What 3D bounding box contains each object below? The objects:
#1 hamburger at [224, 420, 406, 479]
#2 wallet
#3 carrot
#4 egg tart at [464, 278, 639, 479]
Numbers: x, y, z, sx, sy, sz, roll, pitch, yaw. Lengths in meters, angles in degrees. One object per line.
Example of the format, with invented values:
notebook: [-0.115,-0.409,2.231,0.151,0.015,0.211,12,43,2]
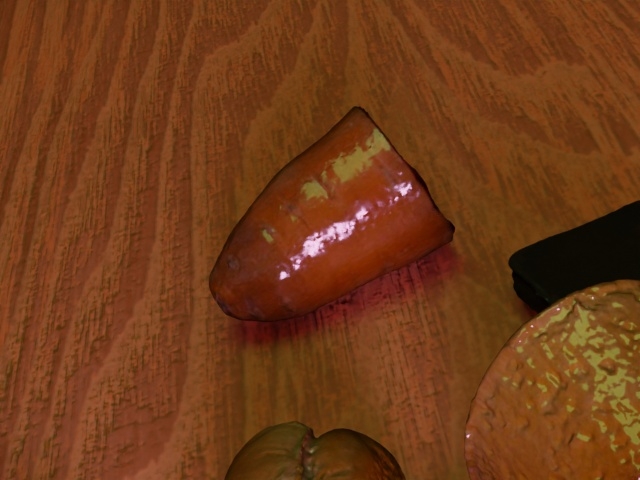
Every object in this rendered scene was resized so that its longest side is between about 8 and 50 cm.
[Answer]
hamburger: [-0.009,0.215,0.923,0.144,0.157,0.283,-14,33,8]
wallet: [0.290,0.060,1.116,0.165,0.042,0.309,-25,33,-15]
carrot: [0.000,0.000,1.295,0.225,0.159,0.159,-39,34,-6]
egg tart: [0.206,0.143,0.886,0.202,0.203,0.147,-23,36,-7]
